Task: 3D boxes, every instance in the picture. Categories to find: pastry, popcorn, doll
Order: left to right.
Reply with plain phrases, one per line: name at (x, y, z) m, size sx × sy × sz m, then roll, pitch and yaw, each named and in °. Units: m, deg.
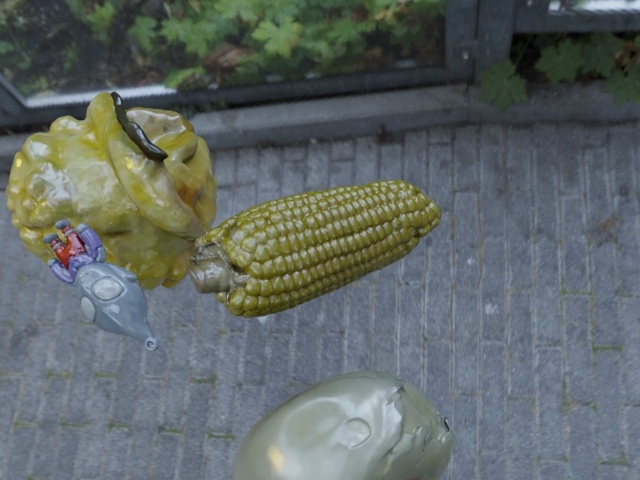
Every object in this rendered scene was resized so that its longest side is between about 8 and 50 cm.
doll at (-0.304, 0.068, 1.080) m, size 0.102 × 0.075 × 0.227 m, roll -42°, pitch 84°, yaw 23°
popcorn at (-0.320, -0.086, 1.239) m, size 0.349 × 0.382 × 0.348 m, roll 10°, pitch 65°, yaw -22°
pastry at (0.030, 0.255, 0.873) m, size 0.265 × 0.265 × 0.133 m, roll -34°, pitch 56°, yaw -3°

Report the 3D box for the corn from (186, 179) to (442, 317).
corn at (0.000, 0.000, 0.847) m, size 0.322 × 0.119 × 0.119 m, roll -21°, pitch 65°, yaw -34°
